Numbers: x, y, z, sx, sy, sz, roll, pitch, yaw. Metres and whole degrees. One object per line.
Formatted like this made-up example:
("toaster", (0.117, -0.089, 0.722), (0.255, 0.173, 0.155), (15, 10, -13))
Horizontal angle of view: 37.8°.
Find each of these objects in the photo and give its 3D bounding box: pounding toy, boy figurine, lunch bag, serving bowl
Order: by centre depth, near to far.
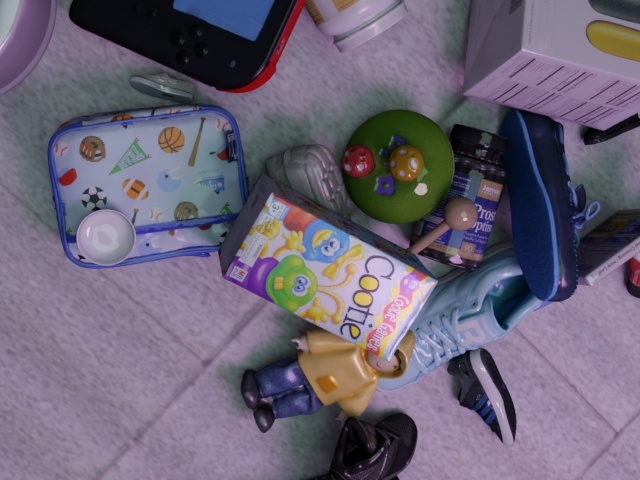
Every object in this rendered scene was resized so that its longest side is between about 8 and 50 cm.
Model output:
("serving bowl", (-0.308, -0.007, 1.349), (0.083, 0.027, 0.083), (-3, 105, -10))
("lunch bag", (-0.248, -0.079, 1.415), (0.303, 0.115, 0.243), (-7, 103, -11))
("pounding toy", (0.117, -0.094, 1.441), (0.183, 0.110, 0.237), (-31, 77, 19))
("boy figurine", (0.024, 0.221, 1.503), (0.285, 0.092, 0.177), (-19, 104, 11))

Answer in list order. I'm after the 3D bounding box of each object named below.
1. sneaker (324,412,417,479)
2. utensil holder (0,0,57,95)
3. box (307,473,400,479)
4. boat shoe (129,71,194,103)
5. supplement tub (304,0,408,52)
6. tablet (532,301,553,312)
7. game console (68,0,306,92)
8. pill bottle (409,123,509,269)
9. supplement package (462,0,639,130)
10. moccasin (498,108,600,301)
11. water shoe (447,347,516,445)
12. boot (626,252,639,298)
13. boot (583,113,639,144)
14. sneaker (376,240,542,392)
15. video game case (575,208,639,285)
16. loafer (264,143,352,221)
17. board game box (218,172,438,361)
("sneaker", (0.095, 0.327, 1.516), (0.227, 0.087, 0.130), (-27, 140, -44))
("utensil holder", (-0.507, -0.326, 1.171), (0.327, 0.385, 0.328), (-2, 99, -13))
("box", (0.016, 0.495, 1.555), (0.270, 0.143, 0.165), (-14, 103, -11))
("boat shoe", (-0.241, -0.240, 1.432), (0.100, 0.035, 0.035), (13, 69, -11))
("supplement tub", (0.031, -0.400, 1.407), (0.144, 0.144, 0.200), (-33, 105, -6))
("tablet", (0.400, 0.087, 1.647), (0.083, 0.006, 0.054), (-24, 104, -7))
("game console", (-0.153, -0.428, 1.323), (0.342, 0.060, 0.386), (26, 93, 15))
("pill bottle", (0.230, -0.072, 1.520), (0.123, 0.123, 0.219), (14, 96, -15))
("supplement package", (0.388, -0.317, 1.449), (0.262, 0.198, 0.199), (11, 76, -15))
("moccasin", (0.375, -0.068, 1.483), (0.117, 0.138, 0.342), (5, 66, -17))
("water shoe", (0.282, 0.272, 1.629), (0.080, 0.073, 0.203), (-14, 113, 25))
("boot", (0.652, 0.024, 1.620), (0.244, 0.088, 0.176), (-15, 141, 5))
("boot", (0.489, -0.226, 1.595), (0.121, 0.045, 0.099), (-23, 104, -12))
("sneaker", (0.226, 0.129, 1.538), (0.366, 0.150, 0.135), (-39, 105, -3))
("video game case", (0.472, 0.009, 1.541), (0.193, 0.212, 0.023), (-35, 94, -7))
("loafer", (0.000, 0.000, 1.500), (0.111, 0.112, 0.319), (-8, 109, 26))
("board game box", (0.006, 0.038, 1.367), (0.275, 0.144, 0.142), (28, 99, -15))
